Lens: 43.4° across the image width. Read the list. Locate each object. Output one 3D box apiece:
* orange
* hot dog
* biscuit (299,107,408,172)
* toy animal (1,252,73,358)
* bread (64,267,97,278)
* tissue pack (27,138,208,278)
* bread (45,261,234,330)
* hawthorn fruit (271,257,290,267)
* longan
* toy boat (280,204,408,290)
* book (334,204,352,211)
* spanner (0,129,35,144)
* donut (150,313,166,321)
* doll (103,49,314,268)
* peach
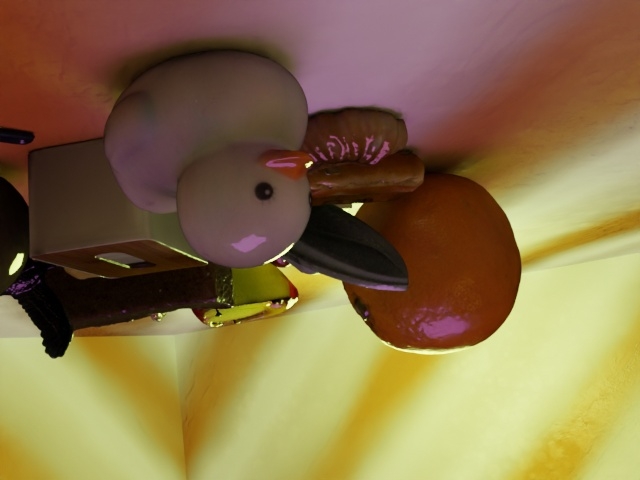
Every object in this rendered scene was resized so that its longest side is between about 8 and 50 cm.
[{"bbox_3d":[0.181,0.040,1.333,0.312,0.312,0.312,-7,170,-1],"label":"orange"},{"bbox_3d":[0.037,-0.092,1.169,0.269,0.072,0.109,-3,167,-29],"label":"hot dog"},{"bbox_3d":[0.020,-0.122,1.023,0.183,0.061,0.118,-8,168,9],"label":"biscuit"},{"bbox_3d":[-0.545,0.052,1.491,0.160,0.197,0.272,5,133,31],"label":"toy animal"},{"bbox_3d":[-0.380,0.008,1.413,0.156,0.086,0.125,-8,161,-15],"label":"bread"},{"bbox_3d":[-0.265,-0.037,1.084,0.159,0.136,0.246,-8,169,9],"label":"tissue pack"},{"bbox_3d":[-0.372,0.077,1.577,0.416,0.165,0.113,-10,164,20],"label":"bread"},{"bbox_3d":[-0.082,0.017,1.586,0.077,0.077,0.077,-7,170,-1],"label":"hawthorn fruit"},{"bbox_3d":[-0.473,0.000,1.019,0.198,0.198,0.212,-13,167,31],"label":"longan"},{"bbox_3d":[0.000,0.000,1.190,0.319,0.092,0.141,27,-148,32],"label":"toy boat"},{"bbox_3d":[-0.070,-0.027,1.599,0.217,0.021,0.310,-6,170,-10],"label":"book"},{"bbox_3d":[-0.402,-0.123,0.859,0.046,0.012,0.208,-16,166,39],"label":"spanner"},{"bbox_3d":[-0.380,0.090,1.701,0.065,0.166,0.108,-37,168,-13],"label":"donut"},{"bbox_3d":[-0.103,-0.068,0.816,0.251,0.221,0.221,-15,167,40],"label":"doll"},{"bbox_3d":[-0.189,0.113,1.918,0.267,0.154,0.159,-7,163,-31],"label":"peach"}]
